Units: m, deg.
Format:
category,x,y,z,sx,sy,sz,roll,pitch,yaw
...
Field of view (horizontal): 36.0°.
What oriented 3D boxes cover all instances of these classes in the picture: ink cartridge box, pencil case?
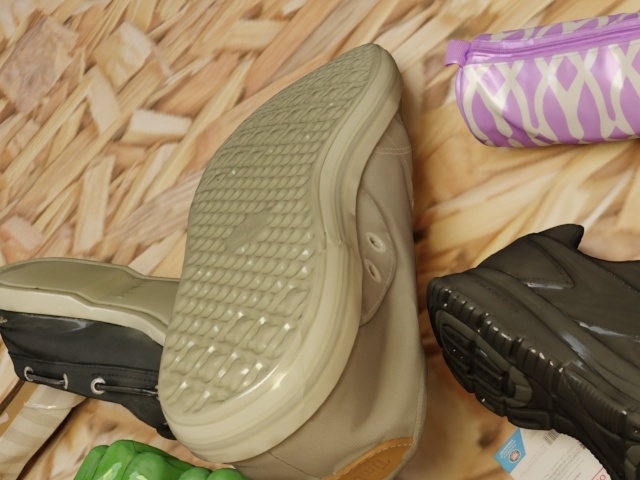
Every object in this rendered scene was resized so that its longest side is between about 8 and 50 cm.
category,x,y,z,sx,sy,sz,roll,pitch,yaw
ink cartridge box,0.148,0.139,0.576,0.048,0.028,0.083,-51,45,7
pencil case,0.188,-0.108,0.632,0.206,0.088,0.086,-5,63,40

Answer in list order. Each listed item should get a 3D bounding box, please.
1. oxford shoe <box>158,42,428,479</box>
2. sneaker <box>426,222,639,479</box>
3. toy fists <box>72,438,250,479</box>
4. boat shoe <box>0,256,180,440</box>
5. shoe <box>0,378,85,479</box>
category,x,y,z,sx,sy,sz,roll,pitch,yaw
oxford shoe,0.000,0.000,0.667,0.169,0.130,0.449,-31,27,22
sneaker,0.188,0.075,0.518,0.130,0.109,0.286,-34,51,-20
toy fists,-0.101,0.223,0.692,0.279,0.096,0.142,-1,73,50
boat shoe,-0.117,0.097,0.762,0.340,0.127,0.113,8,108,20
shoe,-0.249,0.142,0.901,0.219,0.058,0.076,-49,13,4
